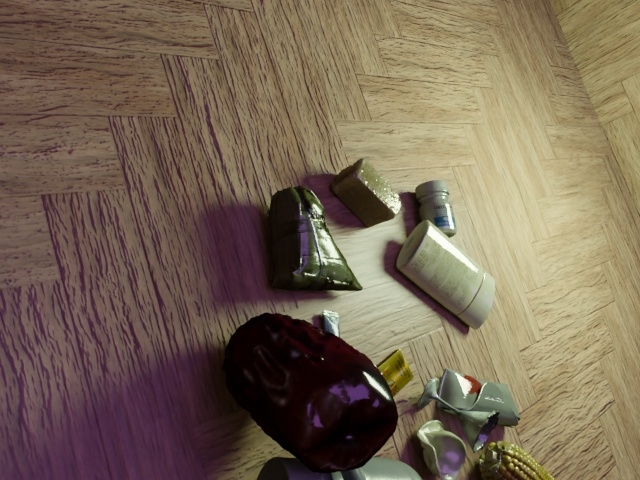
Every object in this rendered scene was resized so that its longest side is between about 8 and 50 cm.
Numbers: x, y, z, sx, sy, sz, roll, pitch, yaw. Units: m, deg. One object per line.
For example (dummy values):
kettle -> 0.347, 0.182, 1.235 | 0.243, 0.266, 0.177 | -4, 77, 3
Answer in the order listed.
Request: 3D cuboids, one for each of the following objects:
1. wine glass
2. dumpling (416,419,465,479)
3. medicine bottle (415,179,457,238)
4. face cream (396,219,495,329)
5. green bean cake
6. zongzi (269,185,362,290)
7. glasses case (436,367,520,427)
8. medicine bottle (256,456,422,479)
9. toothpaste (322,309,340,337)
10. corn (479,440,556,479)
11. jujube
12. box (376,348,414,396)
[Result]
wine glass -> 0.344, 0.437, 1.403 | 0.122, 0.182, 0.122 | -30, 133, -38
dumpling -> 0.298, 0.523, 1.390 | 0.134, 0.100, 0.169 | 46, 46, 0
medicine bottle -> 0.354, -0.090, 1.695 | 0.105, 0.105, 0.168 | 7, 67, -38
face cream -> 0.386, 0.105, 1.638 | 0.348, 0.081, 0.174 | 37, 76, -22
green bean cake -> 0.128, -0.128, 1.519 | 0.179, 0.109, 0.085 | 42, 49, -18
zongzi -> 0.000, 0.000, 1.350 | 0.274, 0.125, 0.251 | 7, 74, -40
glasses case -> 0.463, 0.448, 1.567 | 0.308, 0.083, 0.129 | 21, 60, -32
medicine bottle -> 0.037, 0.538, 1.063 | 0.306, 0.245, 0.245 | 17, 61, -24
toothpaste -> 0.030, 0.263, 1.321 | 0.057, 0.034, 0.197 | 19, 57, -40
corn -> 0.578, 0.681, 1.529 | 0.387, 0.143, 0.144 | 40, 51, -24
jujube -> -0.031, 0.280, 1.051 | 0.258, 0.376, 0.259 | -14, 111, -42
box -> 0.173, 0.352, 1.409 | 0.156, 0.022, 0.089 | -26, 88, -43
